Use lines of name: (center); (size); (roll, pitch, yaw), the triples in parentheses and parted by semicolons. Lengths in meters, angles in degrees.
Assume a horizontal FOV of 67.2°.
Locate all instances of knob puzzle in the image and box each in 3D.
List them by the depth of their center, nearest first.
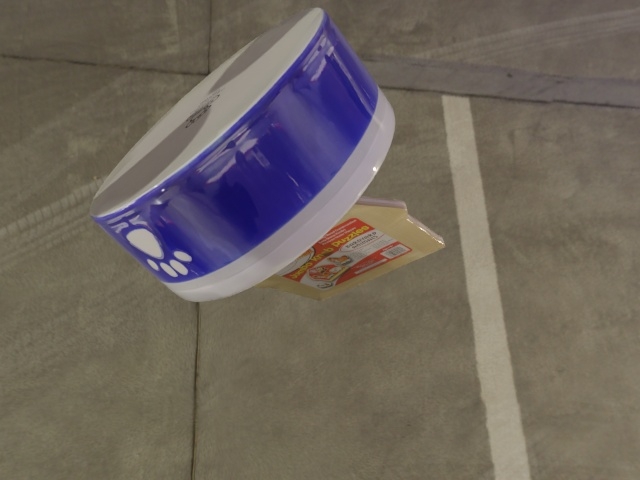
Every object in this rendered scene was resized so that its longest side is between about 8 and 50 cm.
knob puzzle: (0.000, 0.000, 0.472); (0.212, 0.213, 0.030); (-1, 61, -13)

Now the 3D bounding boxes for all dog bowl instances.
dog bowl: (-0.072, -0.081, 0.435); (0.104, 0.264, 0.265); (48, 63, -29)
